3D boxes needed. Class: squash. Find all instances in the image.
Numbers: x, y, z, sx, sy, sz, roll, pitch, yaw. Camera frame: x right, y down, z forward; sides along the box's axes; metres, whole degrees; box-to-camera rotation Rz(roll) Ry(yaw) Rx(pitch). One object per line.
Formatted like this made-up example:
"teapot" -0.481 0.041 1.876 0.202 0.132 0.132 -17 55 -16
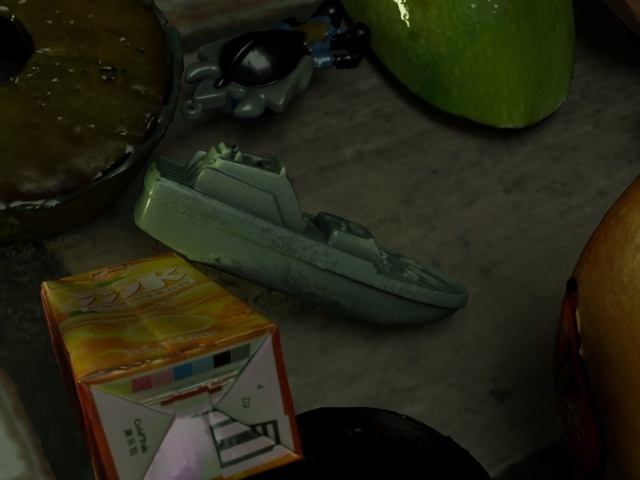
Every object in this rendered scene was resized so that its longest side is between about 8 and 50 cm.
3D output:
"squash" 0.127 -0.252 0.758 0.233 0.210 0.309 -18 98 -24

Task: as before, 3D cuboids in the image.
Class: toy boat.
"toy boat" 0.000 0.000 0.561 0.260 0.085 0.078 22 15 -22

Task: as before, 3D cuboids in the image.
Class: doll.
"doll" -0.040 -0.146 0.656 0.096 0.070 0.195 37 52 23

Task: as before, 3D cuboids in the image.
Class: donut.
"donut" -0.232 -0.112 0.572 0.271 0.107 0.272 9 58 -14

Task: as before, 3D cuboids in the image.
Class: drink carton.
"drink carton" -0.096 0.064 0.449 0.096 0.223 0.071 -14 103 -21

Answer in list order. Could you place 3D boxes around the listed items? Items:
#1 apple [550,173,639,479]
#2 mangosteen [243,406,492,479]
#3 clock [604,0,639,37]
"apple" 0.337 0.093 0.449 0.400 0.400 0.334 0 47 -15
"mangosteen" -0.006 0.205 0.427 0.249 0.211 0.211 -24 69 7
"clock" 0.325 -0.292 0.787 0.244 0.056 0.245 20 54 -30
